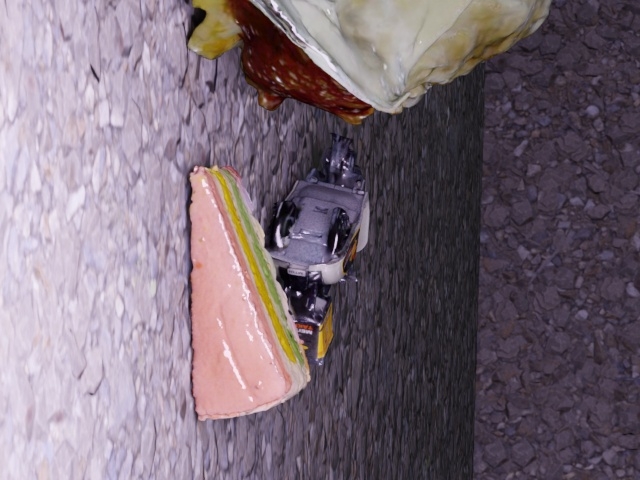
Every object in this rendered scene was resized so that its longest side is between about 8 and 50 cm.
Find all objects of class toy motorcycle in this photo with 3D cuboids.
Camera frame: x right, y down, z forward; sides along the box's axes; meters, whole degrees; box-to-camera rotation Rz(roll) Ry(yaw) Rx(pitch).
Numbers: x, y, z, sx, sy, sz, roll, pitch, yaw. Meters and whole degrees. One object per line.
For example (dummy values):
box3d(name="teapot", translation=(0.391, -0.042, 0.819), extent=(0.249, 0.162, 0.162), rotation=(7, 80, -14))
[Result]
box3d(name="toy motorcycle", translation=(0.000, 0.000, 1.979), extent=(0.263, 0.091, 0.157), rotation=(-67, 162, -59))

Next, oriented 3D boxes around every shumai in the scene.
box3d(name="shumai", translation=(0.049, -0.213, 1.623), extent=(0.288, 0.330, 0.292), rotation=(-90, -160, -67))

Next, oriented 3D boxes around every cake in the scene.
box3d(name="cake", translation=(-0.063, 0.042, 1.655), extent=(0.109, 0.090, 0.225), rotation=(-25, 114, -73))
